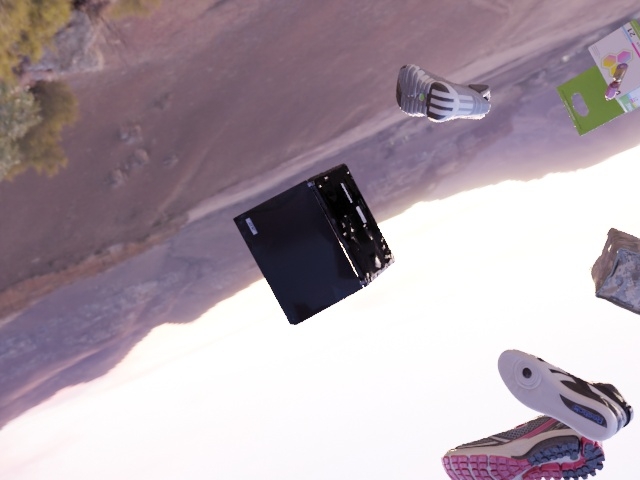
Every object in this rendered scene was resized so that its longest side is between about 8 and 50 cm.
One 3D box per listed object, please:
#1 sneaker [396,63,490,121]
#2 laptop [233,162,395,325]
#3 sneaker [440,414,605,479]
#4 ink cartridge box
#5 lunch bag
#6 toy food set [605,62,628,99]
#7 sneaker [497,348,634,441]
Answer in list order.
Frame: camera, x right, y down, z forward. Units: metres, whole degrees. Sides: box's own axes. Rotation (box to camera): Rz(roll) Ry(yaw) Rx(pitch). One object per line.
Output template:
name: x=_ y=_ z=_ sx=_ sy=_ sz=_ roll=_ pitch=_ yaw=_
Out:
sneaker: x=0.228 y=-0.255 z=1.234 sx=0.132 sy=0.086 sz=0.229 roll=0 pitch=-155 yaw=-17
laptop: x=0.000 y=0.000 z=1.353 sx=0.136 sy=0.234 sz=0.264 roll=-26 pitch=-176 yaw=31
sneaker: x=0.370 y=0.394 z=1.279 sx=0.299 sy=0.121 sz=0.112 roll=-18 pitch=-156 yaw=23
ink cartridge box: x=0.759 y=-0.424 z=1.828 sx=0.255 sy=0.189 sz=0.097 roll=-30 pitch=148 yaw=27
lunch bag: x=0.828 y=0.106 z=1.694 sx=0.287 sy=0.169 sz=0.235 roll=23 pitch=-161 yaw=10
toy food set: x=0.600 y=-0.322 z=1.410 sx=0.019 sy=0.078 sz=0.122 roll=23 pitch=-172 yaw=14
sneaker: x=0.406 y=0.248 z=1.142 sx=0.121 sy=0.079 sz=0.217 roll=-2 pitch=-152 yaw=-44
